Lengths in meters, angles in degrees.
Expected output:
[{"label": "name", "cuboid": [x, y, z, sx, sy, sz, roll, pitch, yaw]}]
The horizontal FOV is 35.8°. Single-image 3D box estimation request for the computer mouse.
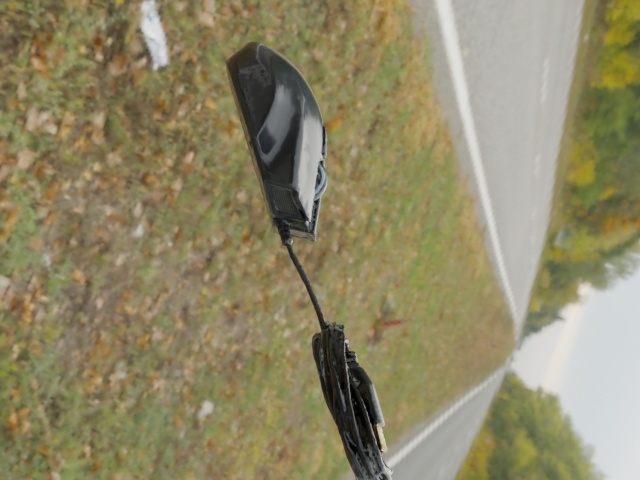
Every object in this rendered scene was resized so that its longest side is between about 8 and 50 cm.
[{"label": "computer mouse", "cuboid": [0.000, 0.000, 0.471, 0.071, 0.041, 0.242, 83, -9, -63]}]
